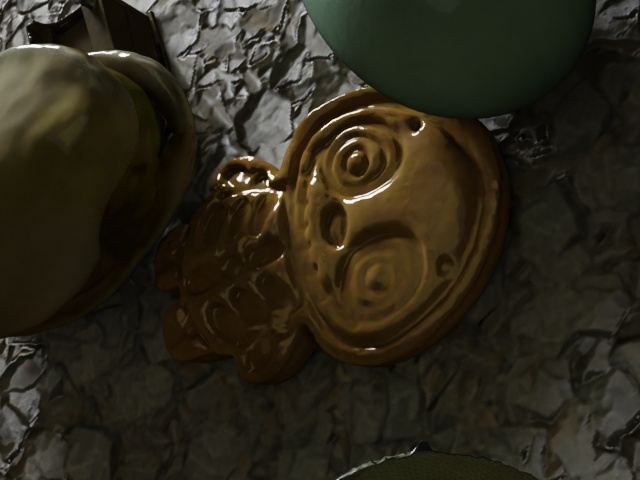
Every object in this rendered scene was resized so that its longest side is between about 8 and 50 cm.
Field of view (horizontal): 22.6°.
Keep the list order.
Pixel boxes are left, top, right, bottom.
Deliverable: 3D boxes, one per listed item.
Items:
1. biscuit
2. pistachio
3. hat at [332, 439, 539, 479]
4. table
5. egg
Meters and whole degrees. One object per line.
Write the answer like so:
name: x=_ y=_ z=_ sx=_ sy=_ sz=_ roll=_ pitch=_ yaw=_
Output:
biscuit: x=-0.001 y=0.000 z=1.127 sx=0.288 sy=0.044 sz=0.202 roll=-16 pitch=68 yaw=26
pistachio: x=-0.219 y=-0.038 z=1.192 sx=0.288 sy=0.166 sz=0.197 roll=-40 pitch=77 yaw=23
hat: x=0.055 y=0.245 z=0.962 sx=0.110 sy=0.252 sz=0.252 roll=162 pitch=122 yaw=-73
table: x=-0.172 y=-0.142 z=1.252 sx=0.070 sy=0.082 sz=0.083 roll=-29 pitch=63 yaw=24
egg: x=0.077 y=-0.172 z=1.048 sx=0.231 sy=0.168 sz=0.168 roll=38 pitch=98 yaw=38
